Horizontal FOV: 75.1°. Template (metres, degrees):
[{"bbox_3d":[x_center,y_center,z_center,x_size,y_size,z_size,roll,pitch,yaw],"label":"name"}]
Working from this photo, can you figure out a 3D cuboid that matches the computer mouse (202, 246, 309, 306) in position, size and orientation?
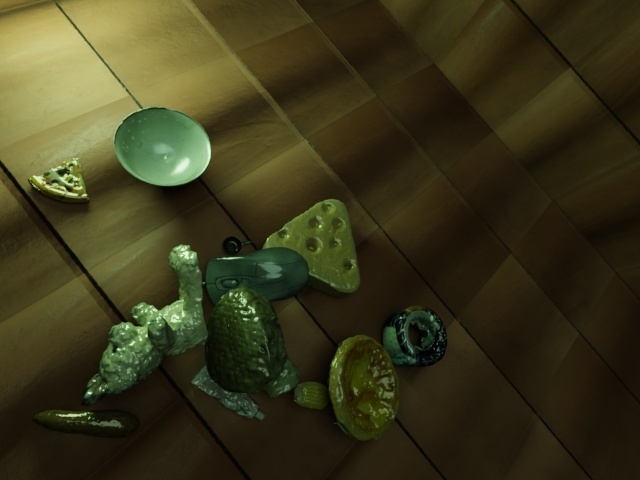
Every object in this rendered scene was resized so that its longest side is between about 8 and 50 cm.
[{"bbox_3d":[-0.220,0.127,1.405,0.369,0.122,0.189,-7,93,-4],"label":"computer mouse"}]

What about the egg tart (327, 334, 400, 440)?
[{"bbox_3d":[0.130,0.494,1.419,0.341,0.132,0.342,17,62,-35],"label":"egg tart"}]

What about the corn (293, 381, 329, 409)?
[{"bbox_3d":[-0.027,0.510,1.369,0.165,0.063,0.085,35,72,-54],"label":"corn"}]

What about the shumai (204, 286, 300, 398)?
[{"bbox_3d":[-0.186,0.325,1.326,0.288,0.291,0.331,18,50,-47],"label":"shumai"}]

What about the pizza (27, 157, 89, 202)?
[{"bbox_3d":[-0.838,-0.205,1.389,0.184,0.036,0.176,29,62,-9],"label":"pizza"}]

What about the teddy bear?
[{"bbox_3d":[-0.514,0.233,1.186,0.361,0.327,0.376,-11,103,-25],"label":"teddy bear"}]

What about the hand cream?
[{"bbox_3d":[-0.286,0.494,1.327,0.256,0.050,0.084,38,64,-1],"label":"hand cream"}]

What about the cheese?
[{"bbox_3d":[-0.001,0.000,1.602,0.383,0.104,0.385,7,69,-18],"label":"cheese"}]

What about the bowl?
[{"bbox_3d":[-0.553,-0.301,1.478,0.312,0.146,0.314,7,69,-19],"label":"bowl"}]

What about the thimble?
[{"bbox_3d":[0.351,0.370,1.571,0.237,0.150,0.238,7,69,-20],"label":"thimble"}]

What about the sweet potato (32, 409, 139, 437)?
[{"bbox_3d":[-0.651,0.507,1.159,0.272,0.075,0.076,11,66,-17],"label":"sweet potato"}]

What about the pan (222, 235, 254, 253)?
[{"bbox_3d":[-0.299,0.016,1.522,0.115,0.023,0.069,-10,73,-22],"label":"pan"}]
